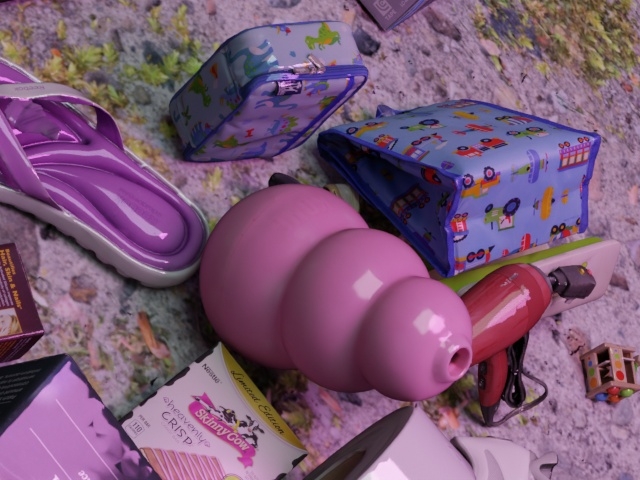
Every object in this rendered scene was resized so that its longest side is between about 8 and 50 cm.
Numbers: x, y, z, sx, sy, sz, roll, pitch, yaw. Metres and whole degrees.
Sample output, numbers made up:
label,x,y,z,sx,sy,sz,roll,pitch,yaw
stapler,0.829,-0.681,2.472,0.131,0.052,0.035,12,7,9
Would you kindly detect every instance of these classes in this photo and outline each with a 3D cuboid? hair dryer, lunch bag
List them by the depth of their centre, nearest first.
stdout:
label,x,y,z,sx,sy,sz,roll,pitch,yaw
hair dryer,0.208,0.130,1.840,0.293,0.224,0.080,5,20,-47
lunch bag,-0.057,-0.169,1.851,0.176,0.219,0.090,-8,71,-37
lunch bag,0.153,-0.102,1.947,0.221,0.138,0.293,-17,36,-31

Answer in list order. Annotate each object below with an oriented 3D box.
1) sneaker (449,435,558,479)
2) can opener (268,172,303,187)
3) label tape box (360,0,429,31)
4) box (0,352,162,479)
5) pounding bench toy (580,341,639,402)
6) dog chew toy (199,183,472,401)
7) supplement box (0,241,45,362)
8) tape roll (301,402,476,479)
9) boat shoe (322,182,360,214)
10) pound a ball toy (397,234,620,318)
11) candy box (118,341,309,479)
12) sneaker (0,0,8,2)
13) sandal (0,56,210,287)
label,x,y,z,sx,sy,sz,roll,pitch,yaw
sneaker,0.161,0.369,1.790,0.146,0.122,0.331,18,56,-3
can opener,0.000,0.000,1.880,0.186,0.073,0.059,44,79,6
label tape box,0.078,-0.485,2.185,0.348,0.115,0.249,50,49,3
box,-0.305,0.339,1.375,0.293,0.212,0.395,56,48,-20
pounding bench toy,0.385,0.175,2.067,0.083,0.052,0.065,10,61,-29
dog chew toy,0.024,0.067,1.714,0.206,0.207,0.331,-23,35,-38
supplement box,-0.383,0.076,1.596,0.188,0.081,0.104,-10,71,-36
tape roll,0.021,0.292,1.613,0.100,0.286,0.286,49,50,0
boat shoe,0.023,-0.008,1.935,0.045,0.050,0.135,6,58,-19
pound a ball toy,0.215,0.019,2.010,0.319,0.136,0.208,-16,45,-35
candy box,-0.144,0.235,1.675,0.159,0.071,0.233,51,49,1
sneaker,-0.340,-0.344,1.847,0.227,0.087,0.130,-14,80,-32
sandal,-0.286,-0.105,1.743,0.416,0.102,0.169,31,52,-16
